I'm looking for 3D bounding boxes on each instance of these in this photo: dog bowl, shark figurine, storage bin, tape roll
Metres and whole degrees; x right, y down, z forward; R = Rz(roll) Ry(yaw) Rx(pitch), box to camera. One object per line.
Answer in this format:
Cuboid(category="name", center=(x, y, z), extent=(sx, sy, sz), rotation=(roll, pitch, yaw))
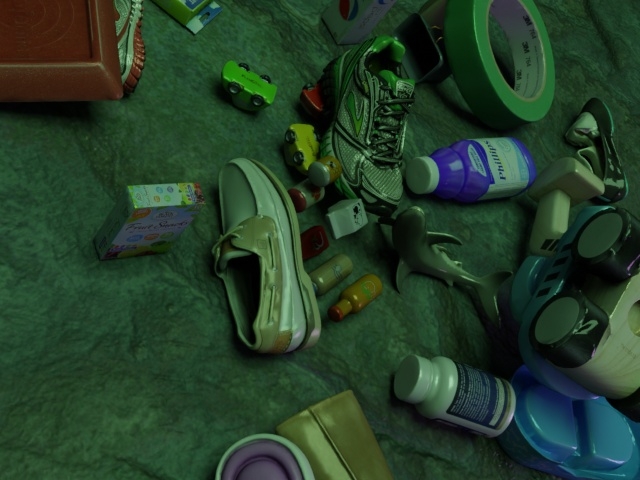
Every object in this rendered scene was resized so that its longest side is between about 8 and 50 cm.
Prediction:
Cuboid(category="dog bowl", center=(0.401, 0.306, 1.304), extent=(0.297, 0.074, 0.166), rotation=(22, 51, -22))
Cuboid(category="shark figurine", center=(0.179, 0.048, 1.332), extent=(0.278, 0.166, 0.116), rotation=(37, 70, -32))
Cuboid(category="storage bin", center=(0.225, -0.391, 1.647), extent=(0.091, 0.098, 0.135), rotation=(0, 60, -46))
Cuboid(category="tape roll", center=(0.380, -0.396, 1.680), extent=(0.321, 0.077, 0.321), rotation=(13, 73, -45))

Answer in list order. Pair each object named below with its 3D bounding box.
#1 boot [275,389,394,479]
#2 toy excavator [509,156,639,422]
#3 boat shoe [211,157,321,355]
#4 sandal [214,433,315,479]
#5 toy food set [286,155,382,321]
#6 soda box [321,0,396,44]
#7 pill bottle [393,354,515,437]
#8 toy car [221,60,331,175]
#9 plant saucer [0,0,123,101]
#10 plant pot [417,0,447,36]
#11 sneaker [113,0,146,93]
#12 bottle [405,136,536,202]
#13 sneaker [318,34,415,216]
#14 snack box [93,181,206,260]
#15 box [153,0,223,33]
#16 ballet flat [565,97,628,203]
Cuboid(category="boot", center=(0.014, 0.349, 1.008), extent=(0.236, 0.089, 0.269), rotation=(-14, 67, -43))
Cuboid(category="toy excavator", center=(0.431, 0.041, 1.352), extent=(0.222, 0.445, 0.433), rotation=(34, 80, -19))
Cuboid(category="boat shoe", center=(-0.093, 0.014, 1.133), extent=(0.103, 0.113, 0.302), rotation=(-3, 63, -42))
Cuboid(category="sandal", center=(-0.051, 0.407, 0.860), extent=(0.169, 0.102, 0.416), rotation=(-22, 58, 4))
Cuboid(category="toy food set", center=(0.000, 0.000, 1.196), extent=(0.104, 0.111, 0.232), rotation=(-34, 114, -43))
Cuboid(category="soda box", center=(0.095, -0.467, 1.515), extent=(0.069, 0.216, 0.074), rotation=(-16, 71, -42))
Cuboid(category="pill bottle", center=(0.198, 0.228, 1.201), extent=(0.169, 0.094, 0.094), rotation=(22, 50, -21))
Cuboid(category="toy car", center=(-0.071, -0.224, 1.350), extent=(0.225, 0.053, 0.239), rotation=(28, 48, -16))
Cuboid(category="plant saucer", center=(-0.417, -0.309, 1.123), extent=(0.259, 0.047, 0.258), rotation=(-4, 62, -18))
Cuboid(category="plant pot", center=(0.277, -0.485, 1.736), extent=(0.109, 0.096, 0.109), rotation=(39, 46, -8))
Cuboid(category="sneaker", center=(-0.323, -0.333, 1.227), extent=(0.093, 0.088, 0.225), rotation=(7, 57, -29))
Cuboid(category="bottle", center=(0.281, -0.131, 1.502), extent=(0.283, 0.092, 0.118), rotation=(-8, 68, -38))
Cuboid(category="sneaker", center=(0.083, -0.195, 1.303), extent=(0.134, 0.146, 0.343), rotation=(17, 55, -35))
Cuboid(category="snack box", center=(-0.225, -0.024, 1.047), extent=(0.100, 0.141, 0.037), rotation=(-8, 67, -38))
Cuboid(category="box", center=(-0.255, -0.446, 1.381), extent=(0.178, 0.042, 0.109), rotation=(38, 47, -6))
Cuboid(category="ballet flat", center=(0.608, -0.211, 1.787), extent=(0.096, 0.095, 0.280), rotation=(6, 57, -17))
